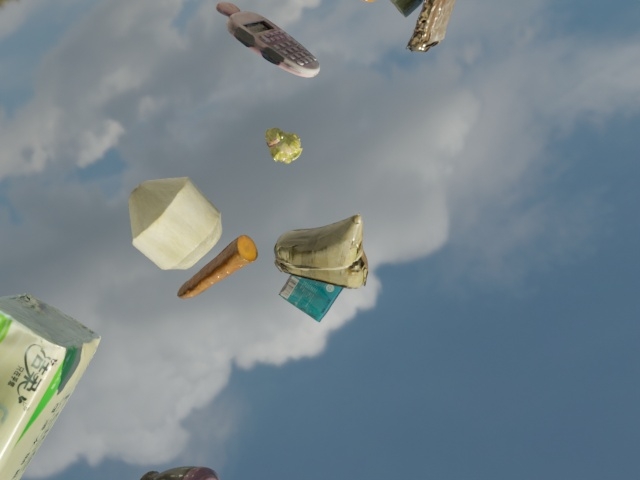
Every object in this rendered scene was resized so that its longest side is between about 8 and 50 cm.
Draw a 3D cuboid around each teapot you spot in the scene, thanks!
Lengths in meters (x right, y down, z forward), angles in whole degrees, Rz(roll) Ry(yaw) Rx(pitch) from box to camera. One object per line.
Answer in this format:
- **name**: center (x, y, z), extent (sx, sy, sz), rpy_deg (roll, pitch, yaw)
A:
- **teapot**: center (-0.244, 0.455, 1.492), extent (0.146, 0.148, 0.116), rpy_deg (-1, -154, 31)

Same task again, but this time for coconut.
- **coconut**: center (-0.346, -0.048, 2.006), extent (0.202, 0.222, 0.202), rpy_deg (-39, -161, 16)

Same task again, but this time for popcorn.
- **popcorn**: center (-0.100, -0.262, 2.376), extent (0.109, 0.089, 0.097), rpy_deg (21, -162, 25)

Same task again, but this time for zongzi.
- **zongzi**: center (0.000, 0.000, 1.668), extent (0.195, 0.197, 0.099), rpy_deg (11, -129, 13)

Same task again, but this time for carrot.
- **carrot**: center (-0.216, 0.067, 1.721), extent (0.224, 0.057, 0.057), rpy_deg (-35, -149, 31)

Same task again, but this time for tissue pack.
- **tissue pack**: center (0.002, 0.079, 1.955), extent (0.169, 0.120, 0.082), rpy_deg (-57, 178, 16)
- **tissue pack**: center (-0.609, 0.315, 1.609), extent (0.404, 0.205, 0.332), rpy_deg (-59, -177, -3)

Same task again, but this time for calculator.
- **calculator**: center (-0.073, -0.273, 1.181), extent (0.024, 0.166, 0.103), rpy_deg (-57, 172, 28)

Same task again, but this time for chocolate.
- **chocolate**: center (0.221, -0.468, 1.453), extent (0.065, 0.329, 0.102), rpy_deg (21, -151, 8)

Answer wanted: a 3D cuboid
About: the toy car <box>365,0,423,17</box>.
- **toy car**: center (0.098, -0.497, 1.553), extent (0.145, 0.235, 0.235), rpy_deg (-43, -144, 11)
